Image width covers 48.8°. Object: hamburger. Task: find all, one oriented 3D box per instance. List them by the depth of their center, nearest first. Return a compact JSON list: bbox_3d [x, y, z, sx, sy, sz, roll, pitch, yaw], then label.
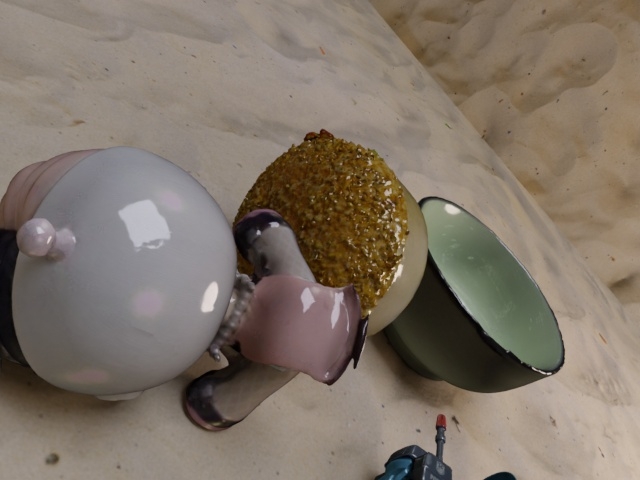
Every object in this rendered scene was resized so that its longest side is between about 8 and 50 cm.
[{"bbox_3d":[0.000,0.000,0.948,0.179,0.276,0.294,29,18,-44],"label":"hamburger"}]

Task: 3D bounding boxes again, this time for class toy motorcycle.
[{"bbox_3d":[0.183,0.352,0.898,0.272,0.124,0.182,39,39,-16],"label":"toy motorcycle"}]

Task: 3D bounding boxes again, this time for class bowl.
[{"bbox_3d":[0.224,0.117,1.193,0.354,0.185,0.353,34,30,-23],"label":"bowl"}]

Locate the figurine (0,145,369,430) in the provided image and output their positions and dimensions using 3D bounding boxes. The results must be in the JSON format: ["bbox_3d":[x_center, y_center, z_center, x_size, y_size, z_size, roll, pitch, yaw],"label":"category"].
[{"bbox_3d":[-0.147,0.037,0.706,0.361,0.211,0.253,23,61,-35],"label":"figurine"}]
